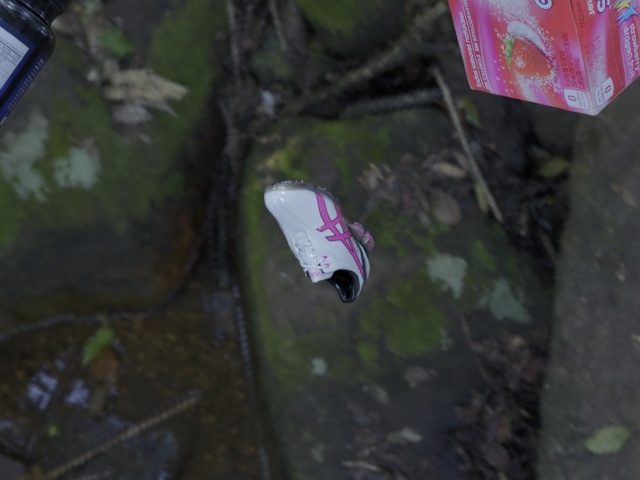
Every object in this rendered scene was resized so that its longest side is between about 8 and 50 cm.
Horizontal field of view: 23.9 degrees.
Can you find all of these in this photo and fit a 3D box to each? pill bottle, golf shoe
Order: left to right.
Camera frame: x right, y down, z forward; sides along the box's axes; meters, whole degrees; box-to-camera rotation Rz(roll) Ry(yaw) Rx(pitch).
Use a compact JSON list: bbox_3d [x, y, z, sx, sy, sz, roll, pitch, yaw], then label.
[{"bbox_3d":[-0.360,-0.198,1.606,0.123,0.123,0.219,28,81,34],"label":"pill bottle"},{"bbox_3d":[0.000,0.000,1.682,0.067,0.186,0.086,-13,54,33],"label":"golf shoe"}]

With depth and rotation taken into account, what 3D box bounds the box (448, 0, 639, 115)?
[{"bbox_3d":[0.190,-0.276,1.257,0.142,0.300,0.154,19,49,44],"label":"box"}]
